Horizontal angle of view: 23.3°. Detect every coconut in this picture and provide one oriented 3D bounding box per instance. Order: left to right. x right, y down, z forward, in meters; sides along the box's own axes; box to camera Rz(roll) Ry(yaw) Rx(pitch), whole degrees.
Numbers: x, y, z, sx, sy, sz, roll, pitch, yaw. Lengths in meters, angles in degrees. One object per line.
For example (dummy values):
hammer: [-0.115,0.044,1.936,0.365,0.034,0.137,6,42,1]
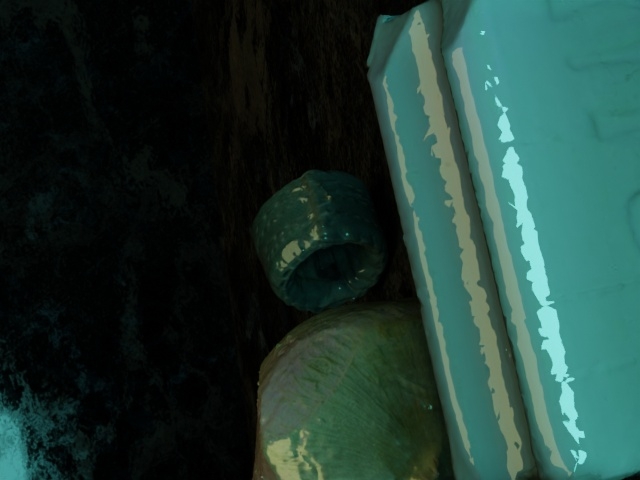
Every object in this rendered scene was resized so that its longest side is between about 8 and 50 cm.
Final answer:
coconut: [0.110,0.254,1.809,0.404,0.405,0.404,174,90,-74]

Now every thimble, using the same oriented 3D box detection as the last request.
thimble: [0.000,0.000,2.436,0.235,0.198,0.143,95,160,-52]

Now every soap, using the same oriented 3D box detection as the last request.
soap: [0.255,-0.024,1.315,0.213,0.350,0.435,154,108,-65]
